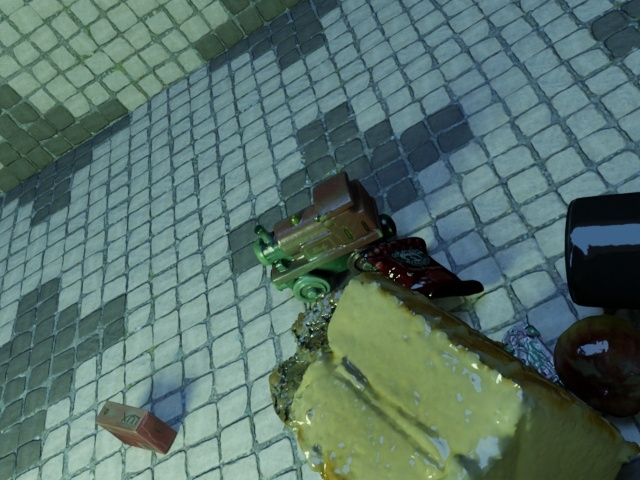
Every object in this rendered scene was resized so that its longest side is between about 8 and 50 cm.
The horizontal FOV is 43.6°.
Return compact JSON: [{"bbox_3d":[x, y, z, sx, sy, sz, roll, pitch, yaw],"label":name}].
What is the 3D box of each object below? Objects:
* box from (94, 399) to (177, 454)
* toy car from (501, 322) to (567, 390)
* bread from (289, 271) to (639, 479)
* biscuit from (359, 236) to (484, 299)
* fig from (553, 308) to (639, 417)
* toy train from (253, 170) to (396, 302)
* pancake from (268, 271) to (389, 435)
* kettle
[{"bbox_3d":[-0.399,0.402,1.723,0.156,0.111,0.060,1,54,37],"label":"box"},{"bbox_3d":[0.364,0.203,1.346,0.069,0.055,0.142,-44,48,12],"label":"toy car"},{"bbox_3d":[0.195,0.267,1.152,0.371,0.390,0.279,38,98,44],"label":"bread"},{"bbox_3d":[0.199,0.061,1.558,0.235,0.151,0.063,40,123,49],"label":"biscuit"},{"bbox_3d":[0.437,0.175,1.263,0.143,0.160,0.230,-50,11,12],"label":"fig"},{"bbox_3d":[0.000,0.000,1.696,0.304,0.221,0.150,-27,43,17],"label":"toy train"},{"bbox_3d":[0.063,0.226,1.551,0.382,0.071,0.382,-22,43,22],"label":"pancake"},{"bbox_3d":[0.554,-0.008,1.247,0.308,0.203,0.262,-1,47,28],"label":"kettle"}]
